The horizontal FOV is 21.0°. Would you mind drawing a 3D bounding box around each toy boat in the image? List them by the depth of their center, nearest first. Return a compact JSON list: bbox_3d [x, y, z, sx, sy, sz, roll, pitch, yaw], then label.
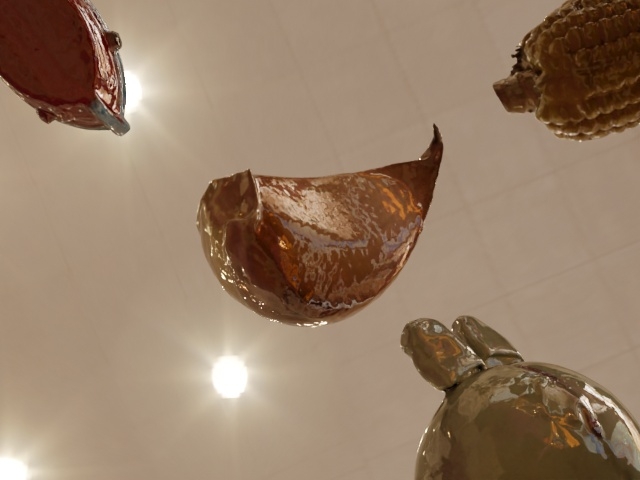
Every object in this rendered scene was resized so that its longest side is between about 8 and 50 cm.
[{"bbox_3d":[-0.169,-0.129,0.993,0.069,0.059,0.173,-40,-89,3],"label":"toy boat"}]

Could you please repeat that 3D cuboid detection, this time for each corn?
[{"bbox_3d":[0.238,-0.133,1.108,0.261,0.097,0.097,-18,-98,9],"label":"corn"}]

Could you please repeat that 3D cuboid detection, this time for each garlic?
[{"bbox_3d":[-0.006,-0.004,1.284,0.206,0.115,0.128,-17,-81,-37],"label":"garlic"}]

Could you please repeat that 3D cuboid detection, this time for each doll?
[{"bbox_3d":[0.123,0.157,0.813,0.154,0.113,0.275,-10,-99,-46],"label":"doll"}]
